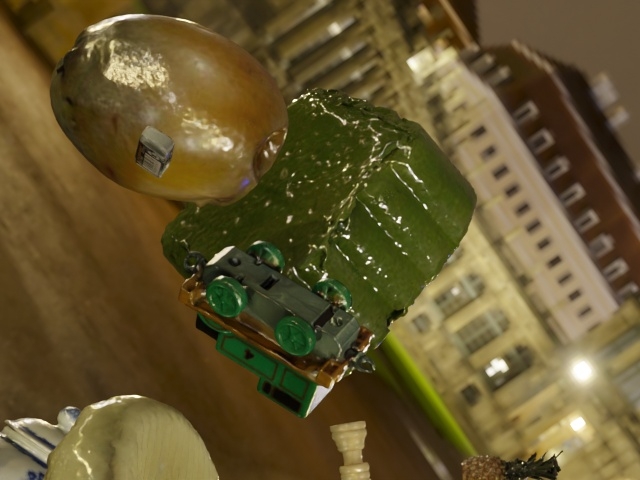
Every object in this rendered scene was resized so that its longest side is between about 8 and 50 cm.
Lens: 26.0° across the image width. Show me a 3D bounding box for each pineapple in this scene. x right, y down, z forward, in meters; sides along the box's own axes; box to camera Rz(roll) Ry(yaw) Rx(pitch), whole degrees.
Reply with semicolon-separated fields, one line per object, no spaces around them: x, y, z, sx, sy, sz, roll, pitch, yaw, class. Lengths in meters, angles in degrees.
0.234;0.285;1.682;0.058;0.124;0.058;-6;90;-78;pineapple

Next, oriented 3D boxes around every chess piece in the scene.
0.033;0.223;1.344;0.035;0.035;0.092;48;34;-80;chess piece

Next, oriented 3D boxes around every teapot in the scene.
-0.440;0.365;2.051;0.252;0.280;0.424;27;-14;30;teapot

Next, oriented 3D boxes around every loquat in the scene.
-0.145;-0.125;1.313;0.227;0.179;0.179;23;-4;9;loquat

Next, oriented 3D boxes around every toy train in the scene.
-0.048;0.090;1.403;0.228;0.091;0.136;28;-50;15;toy train

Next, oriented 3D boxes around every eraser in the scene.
-0.128;-0.069;1.073;0.027;0.019;0.099;35;-15;-2;eraser

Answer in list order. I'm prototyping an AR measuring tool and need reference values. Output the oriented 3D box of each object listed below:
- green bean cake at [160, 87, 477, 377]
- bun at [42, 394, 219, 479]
0.000;0.000;1.706;0.218;0.335;0.319;46;-6;-33;green bean cake
-0.181;0.245;1.234;0.222;0.127;0.222;33;52;-56;bun
